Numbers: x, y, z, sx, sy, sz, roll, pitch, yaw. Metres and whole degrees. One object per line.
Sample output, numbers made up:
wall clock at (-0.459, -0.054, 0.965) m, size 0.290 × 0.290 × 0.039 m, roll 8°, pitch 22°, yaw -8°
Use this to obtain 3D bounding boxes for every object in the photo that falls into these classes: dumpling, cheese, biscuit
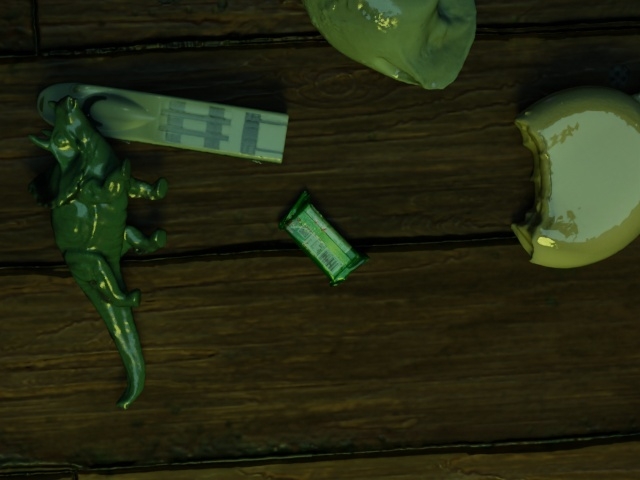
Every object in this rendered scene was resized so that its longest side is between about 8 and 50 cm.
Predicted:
dumpling at (0.059, -0.237, 1.552) m, size 0.219 × 0.108 × 0.152 m, roll 43°, pitch 92°, yaw -8°
cheese at (0.291, -0.078, 1.600) m, size 0.249 × 0.071 × 0.163 m, roll -20°, pitch 96°, yaw -2°
biscuit at (0.000, 0.000, 1.619) m, size 0.046 × 0.016 × 0.089 m, roll -43°, pitch 97°, yaw 0°

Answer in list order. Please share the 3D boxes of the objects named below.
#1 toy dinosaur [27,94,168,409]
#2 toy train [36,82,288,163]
toy dinosaur at (-0.188, 0.004, 1.575) m, size 0.120 × 0.079 × 0.292 m, roll -19°, pitch 103°, yaw 21°
toy train at (-0.148, -0.111, 1.582) m, size 0.234 × 0.051 × 0.052 m, roll 9°, pitch 91°, yaw -4°
